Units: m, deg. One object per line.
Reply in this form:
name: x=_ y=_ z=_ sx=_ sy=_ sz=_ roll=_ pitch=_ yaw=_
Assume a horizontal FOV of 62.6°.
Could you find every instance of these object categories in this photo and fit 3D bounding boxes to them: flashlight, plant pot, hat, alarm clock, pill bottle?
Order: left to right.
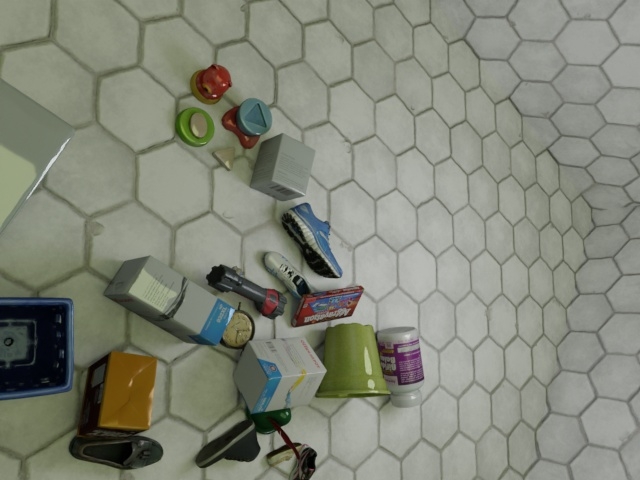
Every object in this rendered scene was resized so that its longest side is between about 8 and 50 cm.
plant pot: x=-0.759 y=0.259 z=1.305 sx=0.236 sy=0.212 sz=0.236 roll=3 pitch=83 yaw=-36
alarm clock: x=-0.280 y=0.314 z=1.758 sx=0.129 sy=0.064 sz=0.192 roll=-27 pitch=99 yaw=-36
flashlight: x=-0.244 y=0.170 z=1.747 sx=0.304 sy=0.103 sz=0.103 roll=33 pitch=99 yaw=-41
hat: x=-0.125 y=0.586 z=1.769 sx=0.173 sy=0.183 sz=0.208 roll=-43 pitch=111 yaw=-32
plant pot: x=0.112 y=0.444 z=1.944 sx=0.276 sy=0.276 sz=0.254 roll=12 pitch=65 yaw=-36
pill bottle: x=0.330 y=0.512 z=2.136 sx=0.169 sy=0.169 sz=0.302 roll=-7 pitch=89 yaw=-38

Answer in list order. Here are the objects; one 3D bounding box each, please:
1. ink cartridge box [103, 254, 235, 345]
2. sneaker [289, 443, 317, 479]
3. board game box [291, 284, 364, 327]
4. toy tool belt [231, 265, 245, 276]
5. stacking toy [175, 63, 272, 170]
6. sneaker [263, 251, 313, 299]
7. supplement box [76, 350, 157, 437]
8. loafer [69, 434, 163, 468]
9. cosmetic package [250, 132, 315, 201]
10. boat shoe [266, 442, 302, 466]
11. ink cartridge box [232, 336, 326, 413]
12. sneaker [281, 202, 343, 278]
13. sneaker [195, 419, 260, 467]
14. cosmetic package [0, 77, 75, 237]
ink cartridge box: x=-0.444 y=0.181 z=1.547 sx=0.307 sy=0.223 sz=0.129 roll=38 pitch=63 yaw=-28
sneaker: x=-0.057 y=0.821 z=1.862 sx=0.072 sy=0.077 sz=0.178 roll=17 pitch=75 yaw=-34
board game box: x=0.031 y=0.246 z=1.973 sx=0.281 sy=0.027 sz=0.145 roll=-5 pitch=130 yaw=-38
toy tool belt: x=-0.290 y=0.131 z=1.780 sx=0.051 sy=0.052 sz=0.083 roll=35 pitch=66 yaw=-20
stacking toy: x=-0.316 y=-0.416 z=1.773 sx=0.309 sy=0.130 sz=0.280 roll=36 pitch=64 yaw=-28
sneaker: x=-0.110 y=0.125 z=1.898 sx=0.237 sy=0.086 sz=0.085 roll=48 pitch=61 yaw=-22
supplement box: x=-0.551 y=0.425 z=1.428 sx=0.129 sy=0.194 sz=0.191 roll=19 pitch=56 yaw=-34
loafer: x=-0.567 y=0.605 z=1.492 sx=0.267 sy=0.084 sz=0.096 roll=21 pitch=72 yaw=-34
cosmetic package: x=-0.135 y=-0.257 z=1.879 sx=0.151 sy=0.151 sz=0.184 roll=23 pitch=72 yaw=-34
boat shoe: x=-0.125 y=0.748 z=1.840 sx=0.135 sy=0.050 sz=0.045 roll=-11 pitch=95 yaw=-28
ink cartridge box: x=-0.136 y=0.444 z=1.750 sx=0.232 sy=0.171 sz=0.168 roll=4 pitch=122 yaw=-37
sneaker: x=0.000 y=0.000 z=1.968 sx=0.147 sy=0.129 sz=0.330 roll=-41 pitch=109 yaw=-30
sneaker: x=-0.288 y=0.691 z=1.698 sx=0.222 sy=0.083 sz=0.118 roll=-26 pitch=105 yaw=-34
cosmetic package: x=-0.860 y=-0.213 z=1.208 sx=0.393 sy=0.329 sz=0.327 roll=36 pitch=64 yaw=-28
